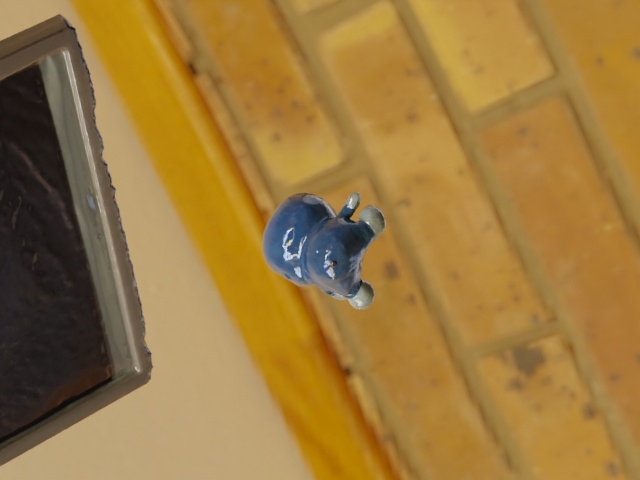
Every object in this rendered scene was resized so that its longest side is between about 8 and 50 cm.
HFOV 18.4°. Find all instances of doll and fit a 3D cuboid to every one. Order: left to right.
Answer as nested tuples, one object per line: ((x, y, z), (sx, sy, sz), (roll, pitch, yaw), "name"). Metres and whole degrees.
((0.000, 0.000, 1.312), (0.050, 0.083, 0.076), (4, -77, -50), "doll")

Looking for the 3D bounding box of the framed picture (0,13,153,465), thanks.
((-0.191, 0.023, 1.065), (0.192, 0.018, 0.265), (-30, -45, -22), "framed picture")
